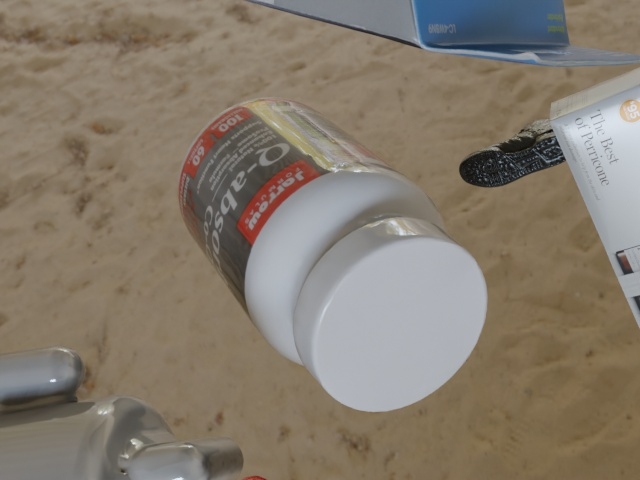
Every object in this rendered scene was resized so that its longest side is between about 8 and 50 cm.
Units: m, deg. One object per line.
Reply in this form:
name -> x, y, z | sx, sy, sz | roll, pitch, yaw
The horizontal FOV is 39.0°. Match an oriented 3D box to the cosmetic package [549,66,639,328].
cosmetic package -> 0.278, -0.017, 0.735 | 0.099, 0.239, 0.060 | -22, 15, 22

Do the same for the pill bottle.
pill bottle -> 0.000, 0.000, 0.915 | 0.210, 0.210, 0.363 | -28, 33, -11

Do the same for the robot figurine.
robot figurine -> -0.235, 0.236, 0.711 | 0.354, 0.200, 0.299 | -10, 75, 11

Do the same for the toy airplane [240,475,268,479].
toy airplane -> -0.012, 0.111, 0.248 | 0.151, 0.028, 0.151 | -11, 23, 5

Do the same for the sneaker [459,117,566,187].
sneaker -> 0.262, -0.116, 1.136 | 0.170, 0.051, 0.089 | -14, 20, 22

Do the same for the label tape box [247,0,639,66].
label tape box -> 0.055, -0.216, 0.661 | 0.348, 0.115, 0.249 | 21, 22, 31
